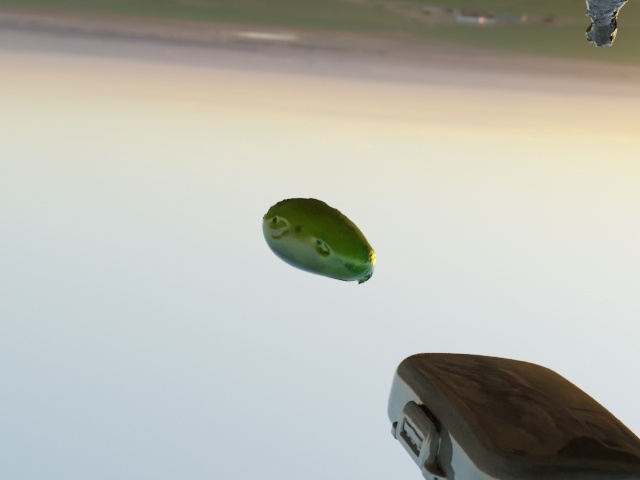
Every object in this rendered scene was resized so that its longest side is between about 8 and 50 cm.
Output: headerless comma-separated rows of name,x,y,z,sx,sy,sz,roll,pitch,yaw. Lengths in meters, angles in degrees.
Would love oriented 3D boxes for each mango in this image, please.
mango,0.000,-0.001,1.681,0.178,0.100,0.119,27,-173,26

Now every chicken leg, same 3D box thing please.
chicken leg,0.407,-0.342,1.725,0.085,0.069,0.198,-23,146,-5

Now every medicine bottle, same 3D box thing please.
medicine bottle,0.241,0.243,1.471,0.282,0.123,0.375,5,-165,-17
